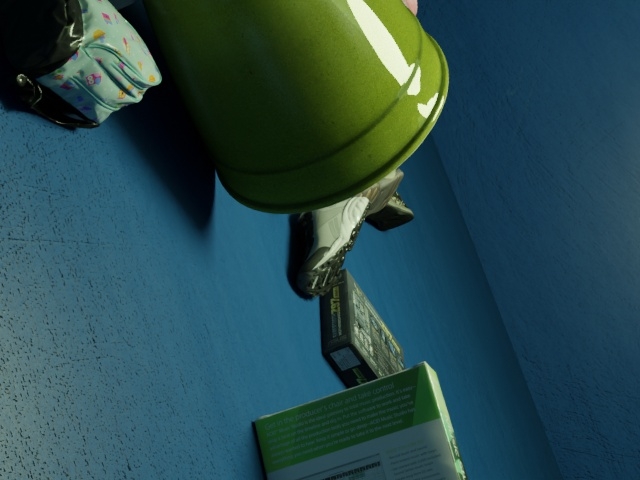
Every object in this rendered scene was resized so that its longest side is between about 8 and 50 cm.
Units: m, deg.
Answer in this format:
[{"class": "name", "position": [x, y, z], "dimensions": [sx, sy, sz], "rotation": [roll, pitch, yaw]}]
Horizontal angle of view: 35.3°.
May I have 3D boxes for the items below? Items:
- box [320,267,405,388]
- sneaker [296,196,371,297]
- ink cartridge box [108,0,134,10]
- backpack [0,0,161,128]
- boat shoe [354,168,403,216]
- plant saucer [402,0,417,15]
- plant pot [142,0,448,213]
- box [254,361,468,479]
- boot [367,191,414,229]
[{"class": "box", "position": [0.078, 0.189, 1.724], "dimensions": [0.232, 0.059, 0.183], "rotation": [55, 20, -35]}, {"class": "sneaker", "position": [0.000, 0.000, 1.693], "dimensions": [0.108, 0.100, 0.271], "rotation": [23, 34, 3]}, {"class": "ink cartridge box", "position": [-0.274, -0.373, 1.316], "dimensions": [0.181, 0.061, 0.104], "rotation": [-84, 149, -59]}, {"class": "backpack", "position": [-0.254, -0.198, 1.058], "dimensions": [0.182, 0.115, 0.152], "rotation": [43, 27, -62]}, {"class": "boat shoe", "position": [0.055, -0.101, 1.983], "dimensions": [0.116, 0.123, 0.324], "rotation": [36, 22, 12]}, {"class": "plant saucer", "position": [-0.012, -0.396, 1.604], "dimensions": [0.332, 0.332, 0.084], "rotation": [43, 68, -56]}, {"class": "plant pot", "position": [-0.066, -0.286, 1.318], "dimensions": [0.353, 0.366, 0.366], "rotation": [54, 21, -43]}, {"class": "box", "position": [0.067, 0.331, 1.183], "dimensions": [0.058, 0.232, 0.322], "rotation": [46, 27, -63]}, {"class": "boot", "position": [0.131, -0.125, 2.276], "dimensions": [0.236, 0.085, 0.178], "rotation": [25, 43, -67]}]
